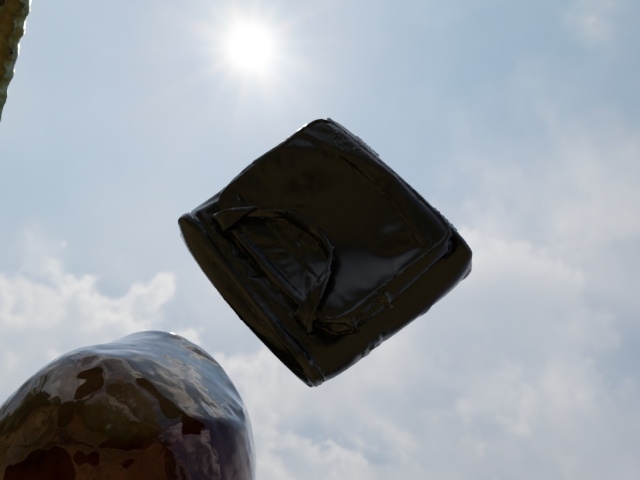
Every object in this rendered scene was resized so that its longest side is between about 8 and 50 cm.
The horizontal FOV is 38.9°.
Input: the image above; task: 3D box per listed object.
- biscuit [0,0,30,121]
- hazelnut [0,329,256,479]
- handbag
[{"bbox_3d":[-0.234,-0.143,0.606,0.139,0.016,0.231,23,-81,41],"label":"biscuit"},{"bbox_3d":[-0.223,0.284,1.056,0.366,0.366,0.365,18,-51,25],"label":"hazelnut"},{"bbox_3d":[0.000,0.000,0.987,0.275,0.244,0.088,48,-13,29],"label":"handbag"}]
